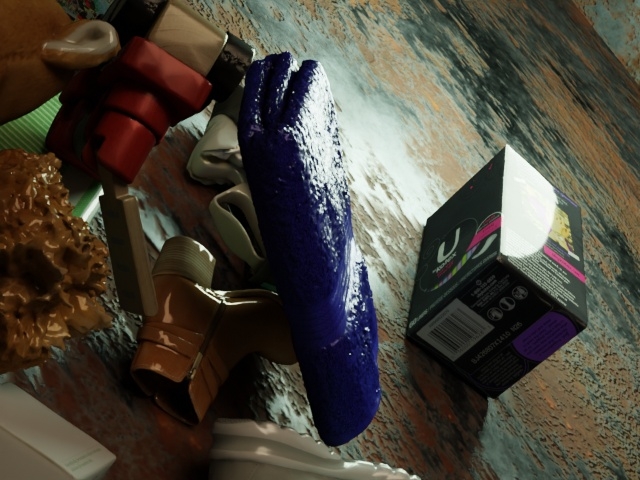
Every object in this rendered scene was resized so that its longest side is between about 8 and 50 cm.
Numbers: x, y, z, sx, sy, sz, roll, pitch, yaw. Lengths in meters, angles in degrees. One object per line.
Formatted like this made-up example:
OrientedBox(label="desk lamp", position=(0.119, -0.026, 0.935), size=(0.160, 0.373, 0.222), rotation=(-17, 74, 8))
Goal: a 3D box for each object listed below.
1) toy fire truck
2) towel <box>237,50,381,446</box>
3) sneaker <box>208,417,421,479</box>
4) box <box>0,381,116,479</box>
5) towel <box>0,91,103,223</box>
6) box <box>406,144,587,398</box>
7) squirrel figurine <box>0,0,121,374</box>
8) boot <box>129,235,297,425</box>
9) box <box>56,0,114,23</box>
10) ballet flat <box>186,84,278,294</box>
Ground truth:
OrientedBox(label="toy fire truck", position=(-0.172, -0.075, 0.993), size=(0.158, 0.217, 0.246), rotation=(33, 74, -20))
OrientedBox(label="towel", position=(0.000, 0.000, 1.009), size=(0.227, 0.076, 0.308), rotation=(-93, 170, -62))
OrientedBox(label="sneaker", position=(0.003, 0.245, 0.982), size=(0.281, 0.105, 0.115), rotation=(27, 69, -34))
OrientedBox(label="box", position=(-0.211, 0.159, 0.750), size=(0.102, 0.087, 0.101), rotation=(32, 0, 6))
OrientedBox(label="towel", position=(-0.337, -0.126, 1.038), size=(0.325, 0.038, 0.248), rotation=(37, 32, -12))
OrientedBox(label="box", position=(0.222, 0.033, 1.391), size=(0.143, 0.165, 0.270), rotation=(38, 31, -13))
OrientedBox(label="squirrel figurine", position=(-0.314, -0.073, 0.806), size=(0.370, 0.281, 0.397), rotation=(-24, 88, -58))
OrientedBox(label="boot", position=(-0.094, 0.106, 1.034), size=(0.197, 0.073, 0.152), rotation=(37, 42, -29))
OrientedBox(label="box", position=(-0.278, -0.300, 1.232), size=(0.036, 0.114, 0.207), rotation=(-13, 63, -55))
OrientedBox(label="ballet flat", position=(-0.083, -0.065, 1.218), size=(0.096, 0.095, 0.280), rotation=(-2, 54, -36))
